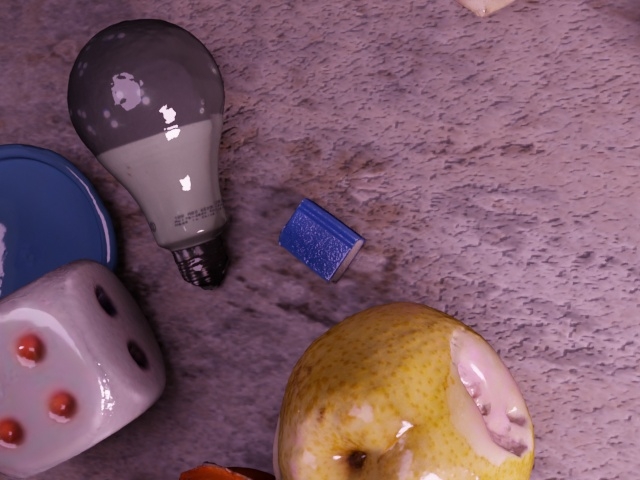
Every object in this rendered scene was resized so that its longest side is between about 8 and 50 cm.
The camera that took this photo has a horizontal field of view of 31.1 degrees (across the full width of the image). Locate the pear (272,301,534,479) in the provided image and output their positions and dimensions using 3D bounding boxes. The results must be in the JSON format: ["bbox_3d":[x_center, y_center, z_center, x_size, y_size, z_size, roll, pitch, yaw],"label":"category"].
[{"bbox_3d":[0.080,0.189,1.132,0.271,0.271,0.271,-3,82,23],"label":"pear"}]

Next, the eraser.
[{"bbox_3d":[0.000,0.000,1.310,0.084,0.027,0.063,37,100,23],"label":"eraser"}]

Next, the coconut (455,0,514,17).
[{"bbox_3d":[0.175,-0.297,1.226,0.110,0.110,0.124,-6,75,23],"label":"coconut"}]

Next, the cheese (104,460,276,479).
[{"bbox_3d":[-0.115,0.325,1.253,0.329,0.129,0.217,2,118,38],"label":"cheese"}]

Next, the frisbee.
[{"bbox_3d":[-0.381,0.022,1.459,0.289,0.049,0.289,0,88,18],"label":"frisbee"}]

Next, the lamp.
[{"bbox_3d":[-0.185,-0.102,1.318,0.182,0.182,0.314,-19,76,20],"label":"lamp"}]

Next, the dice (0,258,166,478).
[{"bbox_3d":[-0.303,0.143,1.311,0.193,0.194,0.192,-30,92,11],"label":"dice"}]
